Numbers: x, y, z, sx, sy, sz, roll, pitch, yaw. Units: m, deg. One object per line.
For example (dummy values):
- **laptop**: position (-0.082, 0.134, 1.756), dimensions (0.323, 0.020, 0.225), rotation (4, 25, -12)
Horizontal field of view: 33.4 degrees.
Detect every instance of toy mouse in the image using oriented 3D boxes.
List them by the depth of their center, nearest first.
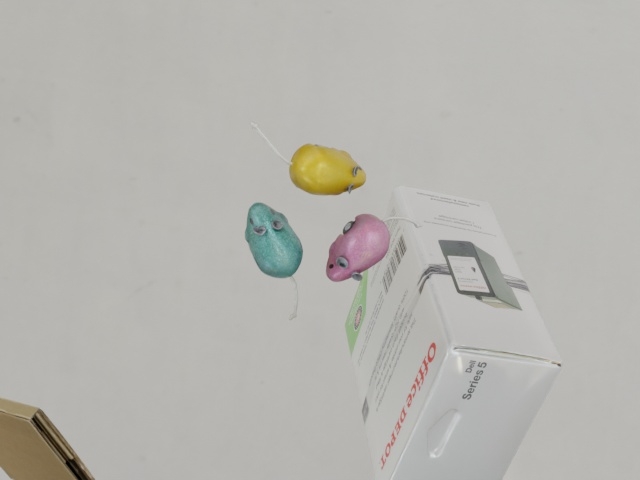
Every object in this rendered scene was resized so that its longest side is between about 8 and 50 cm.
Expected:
- **toy mouse**: position (0.000, 0.000, 0.832), dimensions (0.161, 0.031, 0.143), rotation (16, 99, -20)

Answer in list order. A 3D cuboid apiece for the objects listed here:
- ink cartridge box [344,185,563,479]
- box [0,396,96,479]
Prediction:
- **ink cartridge box**: position (0.118, 0.103, 1.068), dimensions (0.115, 0.273, 0.198), rotation (10, 122, -14)
- **box**: position (-0.349, 0.243, 1.255), dimensions (0.201, 0.021, 0.164), rotation (4, 133, 42)
